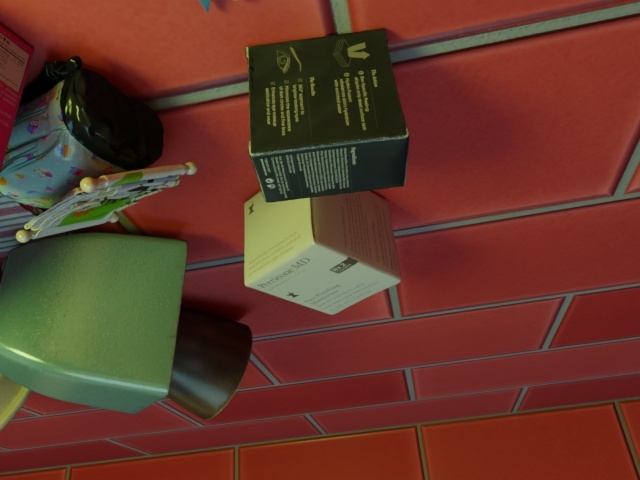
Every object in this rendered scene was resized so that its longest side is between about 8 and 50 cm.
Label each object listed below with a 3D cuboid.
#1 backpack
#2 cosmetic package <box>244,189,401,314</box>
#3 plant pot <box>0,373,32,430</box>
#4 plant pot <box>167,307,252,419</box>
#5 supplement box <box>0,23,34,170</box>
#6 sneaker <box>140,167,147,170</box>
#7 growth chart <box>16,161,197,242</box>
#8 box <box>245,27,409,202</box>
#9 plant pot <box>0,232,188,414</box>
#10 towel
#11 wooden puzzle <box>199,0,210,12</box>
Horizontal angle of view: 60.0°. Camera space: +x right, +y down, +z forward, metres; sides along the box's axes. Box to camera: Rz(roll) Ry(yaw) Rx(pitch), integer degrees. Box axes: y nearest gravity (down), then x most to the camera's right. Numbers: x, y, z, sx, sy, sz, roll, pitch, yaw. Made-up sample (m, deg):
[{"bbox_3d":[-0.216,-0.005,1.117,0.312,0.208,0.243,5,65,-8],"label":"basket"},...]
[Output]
[{"bbox_3d":[-0.295,-0.111,0.644,0.182,0.115,0.152,-16,151,23],"label":"backpack"},{"bbox_3d":[0.000,0.000,0.836,0.183,0.151,0.151,23,138,-38],"label":"cosmetic package"},{"bbox_3d":[-0.674,0.150,0.876,0.334,0.334,0.305,-12,137,11],"label":"plant pot"},{"bbox_3d":[-0.298,0.228,1.153,0.230,0.215,0.215,31,136,-24],"label":"plant pot"},{"bbox_3d":[-0.369,-0.118,0.519,0.111,0.220,0.114,-20,145,22],"label":"supplement box"},{"bbox_3d":[-0.288,-0.095,0.754,0.109,0.040,0.044,-3,133,-10],"label":"sneaker"},{"bbox_3d":[-0.255,-0.047,0.666,0.237,0.021,0.172,-20,-179,41],"label":"growth chart"},{"bbox_3d":[0.005,-0.135,0.605,0.158,0.156,0.093,-7,150,3],"label":"box"},{"bbox_3d":[-0.377,0.125,0.879,0.252,0.248,0.247,14,152,-26],"label":"plant pot"},{"bbox_3d":[-0.484,-0.035,0.831,0.144,0.029,0.197,-9,149,12],"label":"towel"},{"bbox_3d":[-0.083,-0.268,0.512,0.116,0.014,0.078,-23,141,27],"label":"wooden puzzle"}]
